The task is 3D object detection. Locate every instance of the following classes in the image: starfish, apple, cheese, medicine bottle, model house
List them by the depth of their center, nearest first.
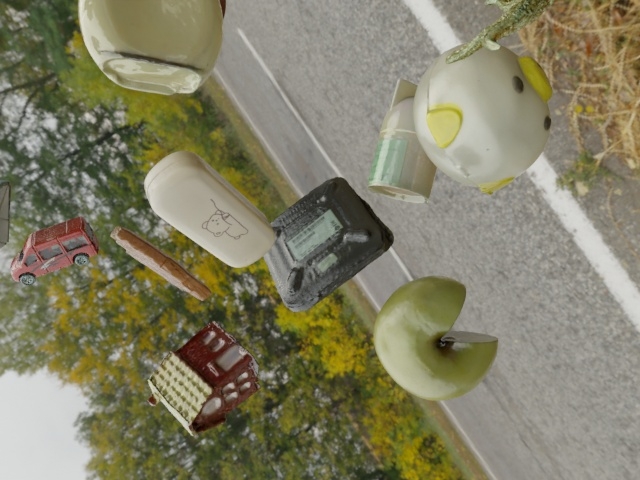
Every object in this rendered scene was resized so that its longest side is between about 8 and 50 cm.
[{"bbox_3d":[0.349,-0.422,0.850,0.078,0.347,0.358,32,-156,-6],"label":"starfish"},{"bbox_3d":[-0.323,-0.413,0.996,0.127,0.265,0.234,167,101,-64],"label":"cheese"},{"bbox_3d":[0.272,0.230,1.242,0.292,0.291,0.254,56,175,1],"label":"apple"},{"bbox_3d":[-0.308,0.372,1.341,0.196,0.254,0.160,32,146,33],"label":"model house"},{"bbox_3d":[0.327,-0.359,1.869,0.235,0.407,0.236,14,176,1],"label":"medicine bottle"}]

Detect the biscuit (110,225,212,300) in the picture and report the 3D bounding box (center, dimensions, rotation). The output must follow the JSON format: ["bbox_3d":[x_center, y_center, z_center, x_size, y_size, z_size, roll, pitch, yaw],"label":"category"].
[{"bbox_3d":[-0.397,0.041,1.237,0.283,0.043,0.306,28,163,21],"label":"biscuit"}]

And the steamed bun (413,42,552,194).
[{"bbox_3d":[0.403,-0.309,1.294,0.373,0.334,0.334,33,-177,-30],"label":"steamed bun"}]

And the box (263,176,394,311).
[{"bbox_3d":[0.000,0.000,1.506,0.091,0.359,0.350,49,-174,-43],"label":"box"}]

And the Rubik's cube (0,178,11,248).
[{"bbox_3d":[-1.077,-0.069,1.502,0.231,0.224,0.222,-85,12,-64],"label":"Rubik's cube"}]

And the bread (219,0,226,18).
[{"bbox_3d":[-0.421,-0.673,1.574,0.327,0.296,0.114,-10,160,44],"label":"bread"}]

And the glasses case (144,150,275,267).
[{"bbox_3d":[-0.134,-0.033,0.655,0.196,0.083,0.050,43,-171,-49],"label":"glasses case"}]

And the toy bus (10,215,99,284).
[{"bbox_3d":[-0.615,0.023,1.175,0.081,0.195,0.090,-122,15,-48],"label":"toy bus"}]
